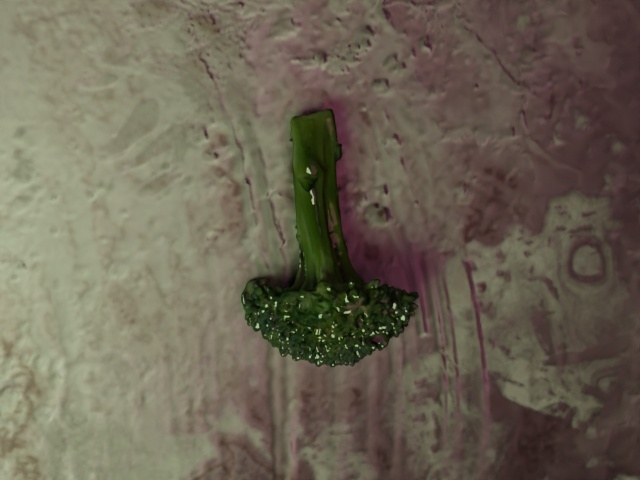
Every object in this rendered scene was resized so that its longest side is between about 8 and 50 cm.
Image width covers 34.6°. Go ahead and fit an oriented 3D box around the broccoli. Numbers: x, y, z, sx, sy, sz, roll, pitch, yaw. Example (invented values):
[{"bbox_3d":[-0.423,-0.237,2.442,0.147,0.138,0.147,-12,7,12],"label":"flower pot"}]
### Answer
[{"bbox_3d":[0.002,0.000,0.804,0.118,0.122,0.204,-7,88,-31],"label":"broccoli"}]
